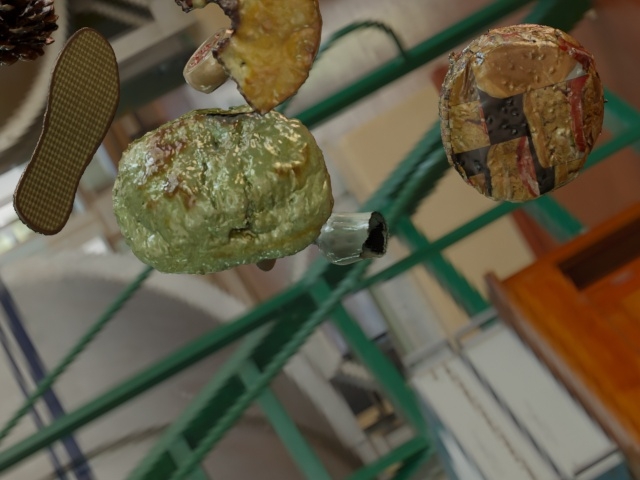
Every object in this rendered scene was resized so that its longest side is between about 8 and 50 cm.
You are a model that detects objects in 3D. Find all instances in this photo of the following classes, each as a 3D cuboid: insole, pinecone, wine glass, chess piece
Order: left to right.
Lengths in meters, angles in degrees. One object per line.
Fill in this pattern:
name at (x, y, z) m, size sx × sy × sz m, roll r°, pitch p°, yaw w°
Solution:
pinecone at (-0.461, -0.336, 2.183) m, size 0.173 × 0.174 × 0.173 m, roll 59°, pitch 172°, yaw 14°
insole at (-0.253, -0.113, 1.524) m, size 0.086 × 0.253 × 0.005 m, roll 35°, pitch 142°, yaw -31°
chess piece at (-0.123, -0.211, 1.760) m, size 0.038 × 0.083 × 0.083 m, roll 39°, pitch 180°, yaw -21°
wine glass at (0.000, 0.000, 2.196) m, size 0.079 × 0.195 × 0.079 m, roll 21°, pitch -114°, yaw -59°

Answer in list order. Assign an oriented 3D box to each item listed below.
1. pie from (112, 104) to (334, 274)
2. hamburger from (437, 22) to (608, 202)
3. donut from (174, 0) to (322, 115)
pie at (-0.115, -0.068, 1.689) m, size 0.090 × 0.248 × 0.201 m, roll 76°, pitch -178°, yaw -70°
hamburger at (0.252, -0.157, 1.858) m, size 0.107 × 0.231 × 0.231 m, roll -99°, pitch -17°, yaw -73°
donut at (-0.073, -0.243, 1.483) m, size 0.217 × 0.141 × 0.085 m, roll 57°, pitch -157°, yaw -21°
